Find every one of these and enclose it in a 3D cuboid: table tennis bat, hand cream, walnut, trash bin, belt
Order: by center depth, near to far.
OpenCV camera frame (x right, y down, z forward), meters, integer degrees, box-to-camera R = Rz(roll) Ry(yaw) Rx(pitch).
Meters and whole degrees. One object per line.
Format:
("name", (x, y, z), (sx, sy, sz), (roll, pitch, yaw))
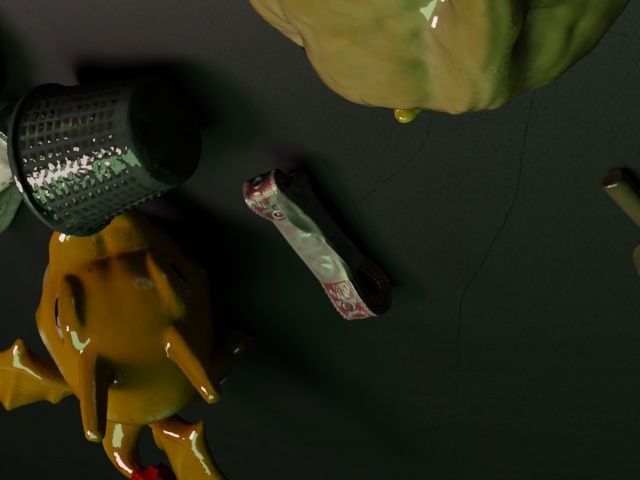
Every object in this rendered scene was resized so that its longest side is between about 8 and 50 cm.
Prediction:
("walnut", (0.093, -0.271, 1.309), (0.381, 0.381, 0.381), (22, 147, 15))
("table tennis bat", (0.351, 0.015, 1.781), (0.234, 0.022, 0.131), (45, 147, -25))
("trash bin", (-0.219, -0.101, 1.979), (0.161, 0.175, 0.175), (-12, 129, 34))
("belt", (0.000, 0.000, 2.013), (0.053, 0.071, 0.232), (-10, 134, 38))
("hand cream", (-0.396, -0.057, 2.223), (0.076, 0.121, 0.336), (47, 147, 8))

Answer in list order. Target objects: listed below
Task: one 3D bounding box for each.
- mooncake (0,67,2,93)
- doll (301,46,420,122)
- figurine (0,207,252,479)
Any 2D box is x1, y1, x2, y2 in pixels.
("mooncake", (-0.480, -0.194, 2.090), (0.228, 0.124, 0.228), (21, 148, 14))
("doll", (0.037, -0.188, 1.705), (0.145, 0.096, 0.188), (50, -178, 15))
("figurine", (-0.211, 0.153, 2.217), (0.401, 0.268, 0.387), (37, 164, 10))
